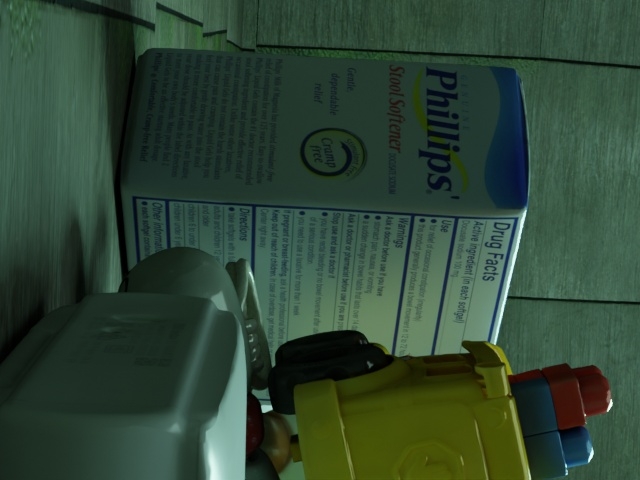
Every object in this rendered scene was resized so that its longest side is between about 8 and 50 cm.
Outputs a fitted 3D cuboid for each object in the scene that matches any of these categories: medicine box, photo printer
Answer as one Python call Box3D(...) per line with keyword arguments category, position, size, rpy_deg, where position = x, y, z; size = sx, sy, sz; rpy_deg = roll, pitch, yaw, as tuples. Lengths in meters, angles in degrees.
Box3D(category="medicine box", position=(0.000, 0.000, 1.188), size=(0.263, 0.289, 0.149), rpy_deg=(94, -2, -51))
Box3D(category="photo printer", position=(-0.090, 0.194, 0.675), size=(0.256, 0.107, 0.308), rpy_deg=(-96, -172, -82))

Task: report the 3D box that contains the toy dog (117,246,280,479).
Box3D(category="toy dog", position=(-0.098, 0.178, 0.971), size=(0.220, 0.161, 0.334), rpy_deg=(13, 65, -88))

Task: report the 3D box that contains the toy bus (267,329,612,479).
Box3D(category="toy bus", position=(0.081, 0.124, 1.001), size=(0.220, 0.211, 0.150), rpy_deg=(-98, 174, -86))

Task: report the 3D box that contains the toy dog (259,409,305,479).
Box3D(category="toy dog", position=(0.008, 0.376, 1.669), size=(0.284, 0.395, 0.408), rpy_deg=(27, 49, -53))

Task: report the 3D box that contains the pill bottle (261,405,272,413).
Box3D(category="pill bottle", position=(-0.086, 0.098, 2.030), size=(0.160, 0.160, 0.283), rpy_deg=(102, -9, -83))
